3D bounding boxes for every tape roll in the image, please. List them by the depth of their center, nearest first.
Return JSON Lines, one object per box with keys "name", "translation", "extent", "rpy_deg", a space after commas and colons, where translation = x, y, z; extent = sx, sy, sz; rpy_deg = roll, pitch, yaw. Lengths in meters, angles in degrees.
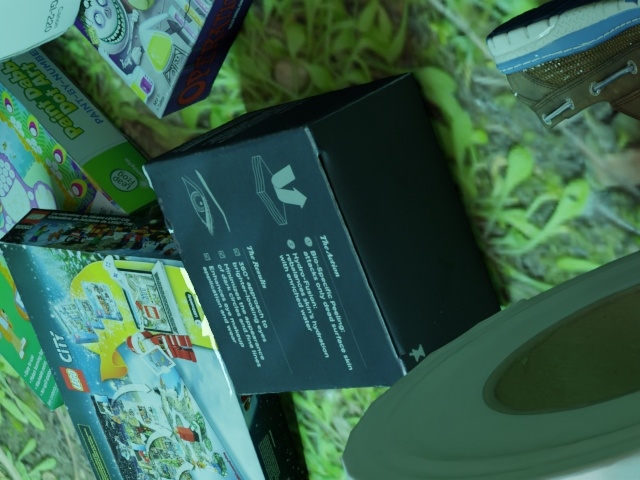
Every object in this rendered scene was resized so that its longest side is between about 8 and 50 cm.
{"name": "tape roll", "translation": [0.155, 0.079, 0.685], "extent": [0.286, 0.286, 0.100], "rpy_deg": [-15, 104, 49]}

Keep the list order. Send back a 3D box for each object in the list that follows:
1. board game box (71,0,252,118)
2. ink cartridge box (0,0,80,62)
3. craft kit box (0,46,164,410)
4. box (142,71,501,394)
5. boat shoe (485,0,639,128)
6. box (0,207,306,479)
{"name": "board game box", "translation": [-0.092, -0.254, 0.917], "extent": [0.208, 0.056, 0.347], "rpy_deg": [50, 140, 17]}
{"name": "ink cartridge box", "translation": [-0.237, -0.232, 0.976], "extent": [0.218, 0.092, 0.159], "rpy_deg": [42, 138, 16]}
{"name": "craft kit box", "translation": [-0.232, -0.035, 1.194], "extent": [0.247, 0.061, 0.250], "rpy_deg": [47, 139, 18]}
{"name": "box", "translation": [0.000, 0.000, 0.942], "extent": [0.158, 0.093, 0.156], "rpy_deg": [-8, 107, 49]}
{"name": "boat shoe", "translation": [0.158, -0.092, 0.751], "extent": [0.183, 0.066, 0.066], "rpy_deg": [-8, 113, 59]}
{"name": "box", "translation": [-0.110, 0.089, 1.099], "extent": [0.159, 0.044, 0.233], "rpy_deg": [6, 128, 31]}
